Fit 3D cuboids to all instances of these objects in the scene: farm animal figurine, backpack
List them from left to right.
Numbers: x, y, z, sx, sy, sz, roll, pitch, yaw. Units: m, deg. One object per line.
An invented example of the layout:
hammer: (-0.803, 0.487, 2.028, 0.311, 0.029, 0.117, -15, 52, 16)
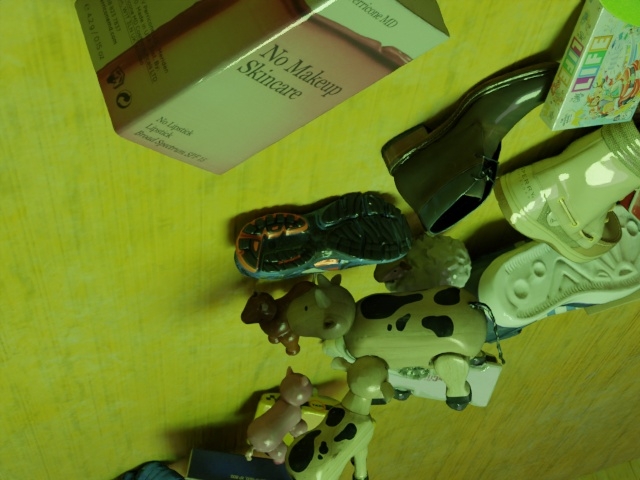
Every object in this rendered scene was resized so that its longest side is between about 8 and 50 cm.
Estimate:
backpack: (-0.276, 0.411, 2.342, 0.120, 0.101, 0.098, -54, 160, -1)
farm animal figurine: (0.050, 0.126, 1.689, 0.326, 0.330, 0.172, -15, 135, -4)

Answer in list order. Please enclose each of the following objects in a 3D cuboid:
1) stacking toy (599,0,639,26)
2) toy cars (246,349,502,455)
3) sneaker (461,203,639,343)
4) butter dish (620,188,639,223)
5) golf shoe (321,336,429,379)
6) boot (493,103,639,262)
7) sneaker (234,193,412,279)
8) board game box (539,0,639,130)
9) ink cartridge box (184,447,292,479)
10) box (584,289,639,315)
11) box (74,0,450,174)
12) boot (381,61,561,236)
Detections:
stacking toy: (0.404, -0.295, 1.308, 0.279, 0.130, 0.309, 15, 145, -13)
toy cars: (0.076, 0.228, 2.214, 0.393, 0.087, 0.176, -24, 122, 6)
sneaker: (0.279, 0.053, 1.972, 0.322, 0.130, 0.236, -20, 178, -31)
butter dish: (0.471, -0.056, 1.844, 0.118, 0.160, 0.160, -39, 162, -14)
golf shoe: (0.080, 0.158, 2.092, 0.176, 0.069, 0.086, 22, 157, -37)
boot: (0.349, -0.068, 1.748, 0.203, 0.095, 0.262, -33, 149, 27)
sneaker: (0.000, 0.000, 1.651, 0.221, 0.083, 0.087, -4, 167, -22)
board game box: (0.288, -0.181, 1.447, 0.103, 0.026, 0.154, -9, 137, -27)
ink cartridge box: (-0.116, 0.376, 2.286, 0.175, 0.069, 0.371, 8, 167, -1)
box: (0.472, 0.028, 2.010, 0.201, 0.021, 0.164, -24, -165, 44)
box: (-0.045, -0.169, 1.121, 0.232, 0.127, 0.148, -29, 156, 23)
boot: (0.173, -0.093, 1.515, 0.219, 0.106, 0.082, -31, 156, 27)
